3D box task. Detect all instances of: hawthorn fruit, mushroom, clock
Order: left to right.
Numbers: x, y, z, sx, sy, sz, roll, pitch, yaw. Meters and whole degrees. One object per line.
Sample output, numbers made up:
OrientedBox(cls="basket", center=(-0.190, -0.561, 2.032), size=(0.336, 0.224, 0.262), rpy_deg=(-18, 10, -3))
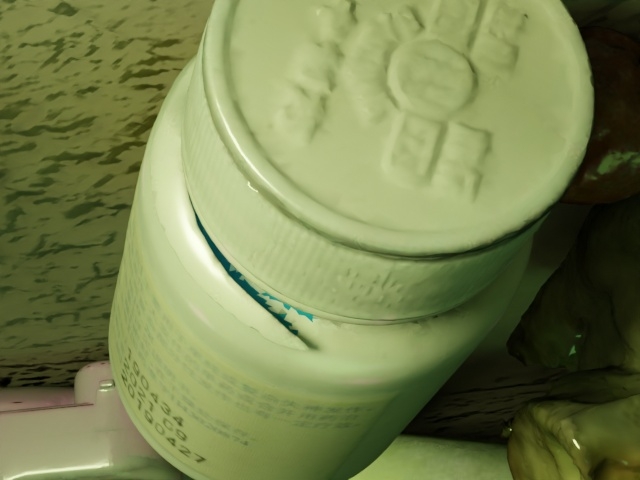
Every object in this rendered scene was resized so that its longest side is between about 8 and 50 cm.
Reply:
OrientedBox(cls="clock", center=(-0.181, 0.154, 0.962), size=(0.228, 0.090, 0.248), rpy_deg=(-6, 158, 7))
OrientedBox(cls="hawthorn fruit", center=(0.098, -0.035, 0.575), size=(0.067, 0.066, 0.103), rpy_deg=(9, 138, -28))
OrientedBox(cls="mushroom", center=(0.210, 0.019, 0.674), size=(0.292, 0.212, 0.217), rpy_deg=(-13, -158, -6))

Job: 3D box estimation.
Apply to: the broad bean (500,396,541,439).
OrientedBox(cls="broad bean", center=(0.229, 0.111, 0.981), size=(0.227, 0.039, 0.069), rpy_deg=(-6, 175, 13))

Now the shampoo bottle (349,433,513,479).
OrientedBox(cls="shampoo bottle", center=(0.096, 0.287, 0.970), size=(0.322, 0.317, 0.322), rpy_deg=(4, 170, 1))

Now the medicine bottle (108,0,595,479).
OrientedBox(cls="medicine bottle", center=(0.000, 0.000, 0.555), size=(0.143, 0.143, 0.258), rpy_deg=(2, 157, -12))
